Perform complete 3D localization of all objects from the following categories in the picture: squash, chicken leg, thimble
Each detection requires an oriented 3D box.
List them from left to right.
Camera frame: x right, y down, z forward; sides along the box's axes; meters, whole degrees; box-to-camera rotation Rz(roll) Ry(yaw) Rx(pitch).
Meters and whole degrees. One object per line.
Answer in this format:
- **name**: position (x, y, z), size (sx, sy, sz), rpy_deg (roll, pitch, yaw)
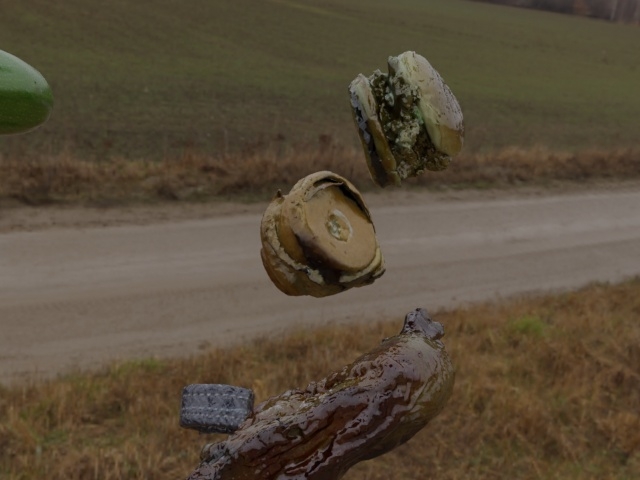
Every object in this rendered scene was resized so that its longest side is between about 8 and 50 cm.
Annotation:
- **squash**: position (-0.309, -0.121, 0.611), size (0.082, 0.082, 0.292), rpy_deg (15, 12, 20)
- **thimble**: position (-0.149, 0.244, 1.146), size (0.104, 0.066, 0.095), rpy_deg (1, -22, 9)
- **chicken leg**: position (0.021, 0.138, 0.678), size (0.322, 0.083, 0.177), rpy_deg (-25, 6, -27)

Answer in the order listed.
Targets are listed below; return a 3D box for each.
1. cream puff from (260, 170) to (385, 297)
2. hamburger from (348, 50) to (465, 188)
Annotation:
- **cream puff**: position (0.000, 0.000, 0.783), size (0.133, 0.120, 0.104), rpy_deg (21, -34, -40)
- **hamburger**: position (0.109, -0.153, 0.995), size (0.131, 0.159, 0.185), rpy_deg (-18, 25, 14)
